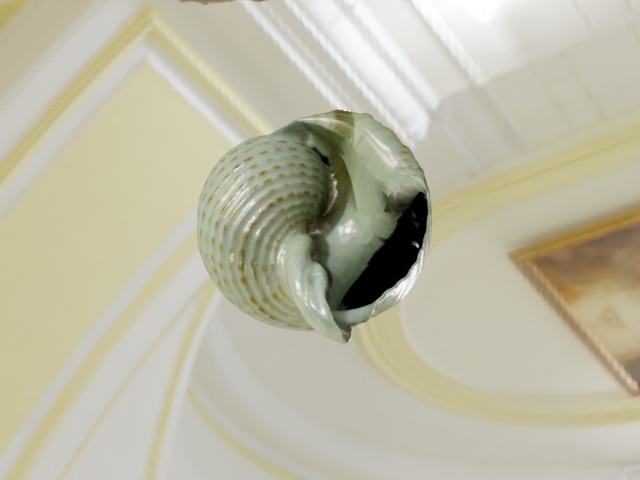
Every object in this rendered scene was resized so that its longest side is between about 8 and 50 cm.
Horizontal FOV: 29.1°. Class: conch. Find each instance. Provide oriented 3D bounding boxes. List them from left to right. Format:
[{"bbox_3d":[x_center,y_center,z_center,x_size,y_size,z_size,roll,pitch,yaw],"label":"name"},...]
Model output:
[{"bbox_3d":[0.000,0.003,0.928,0.131,0.172,0.200,73,170,-64],"label":"conch"}]

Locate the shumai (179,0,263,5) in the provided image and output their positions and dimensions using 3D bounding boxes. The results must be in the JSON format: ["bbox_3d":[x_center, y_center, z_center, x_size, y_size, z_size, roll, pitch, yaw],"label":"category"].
[{"bbox_3d":[-0.020,-0.146,0.469,0.116,0.145,0.145,47,-150,-67],"label":"shumai"}]
